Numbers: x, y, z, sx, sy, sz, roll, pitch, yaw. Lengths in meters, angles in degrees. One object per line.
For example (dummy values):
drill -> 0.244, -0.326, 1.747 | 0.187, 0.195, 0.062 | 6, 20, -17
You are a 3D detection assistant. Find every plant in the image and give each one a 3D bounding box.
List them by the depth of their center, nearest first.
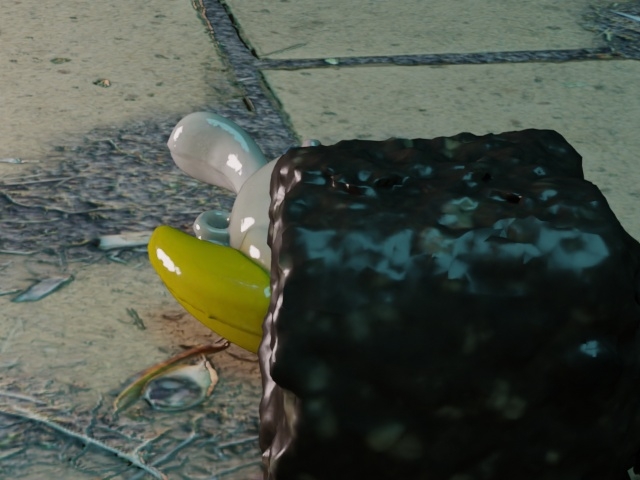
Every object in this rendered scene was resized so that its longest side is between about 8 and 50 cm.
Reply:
plant -> 0.119, 0.057, 0.972 | 0.312, 0.215, 0.213 | 6, 24, -2

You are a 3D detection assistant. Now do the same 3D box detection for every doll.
doll -> 0.000, 0.000, 1.180 | 0.237, 0.111, 0.252 | 4, 36, 2
